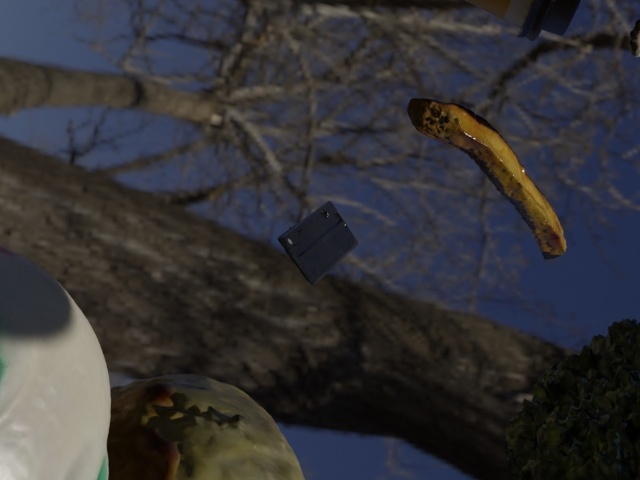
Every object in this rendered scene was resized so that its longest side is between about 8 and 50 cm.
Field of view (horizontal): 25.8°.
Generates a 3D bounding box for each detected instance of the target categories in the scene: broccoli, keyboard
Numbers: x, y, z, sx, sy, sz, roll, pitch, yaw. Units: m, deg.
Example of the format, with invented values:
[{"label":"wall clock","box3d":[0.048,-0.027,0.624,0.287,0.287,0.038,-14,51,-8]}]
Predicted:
[{"label":"broccoli","box3d":[0.277,0.174,0.854,0.249,0.375,0.302,-26,-103,24]},{"label":"keyboard","box3d":[0.000,0.000,1.524,0.010,0.064,0.198,-34,-178,20]}]

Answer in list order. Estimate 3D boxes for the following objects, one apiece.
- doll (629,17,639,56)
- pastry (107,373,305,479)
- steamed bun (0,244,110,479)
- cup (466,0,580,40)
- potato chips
[{"label":"doll","box3d":[0.367,-0.174,1.311,0.154,0.119,0.278,-55,-152,35]},{"label":"pastry","box3d":[-0.116,0.211,1.185,0.170,0.236,0.256,-53,-135,36]},{"label":"steamed bun","box3d":[-0.177,0.101,0.543,0.130,0.228,0.177,23,-35,51]},{"label":"cup","box3d":[0.152,-0.323,1.390,0.196,0.279,0.196,21,90,-87]},{"label":"potato chips","box3d":[0.114,-0.035,0.858,0.037,0.204,0.026,-8,-116,29]}]
